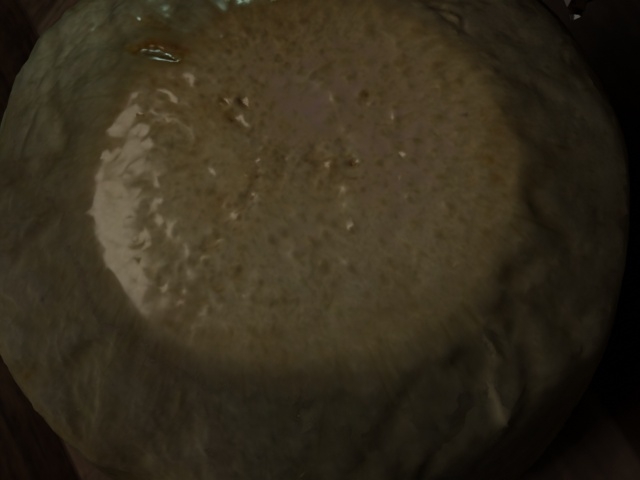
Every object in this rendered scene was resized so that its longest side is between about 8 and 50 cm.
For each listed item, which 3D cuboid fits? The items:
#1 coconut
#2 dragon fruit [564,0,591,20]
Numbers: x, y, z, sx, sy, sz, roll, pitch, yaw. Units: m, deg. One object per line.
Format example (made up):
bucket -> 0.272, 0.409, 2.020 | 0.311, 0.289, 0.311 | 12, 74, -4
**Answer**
coconut -> 0.000, 0.000, 0.819 | 0.328, 0.329, 0.329 | -6, 82, 41
dragon fruit -> 0.132, -0.243, 0.681 | 0.301, 0.296, 0.295 | -34, 56, -10
